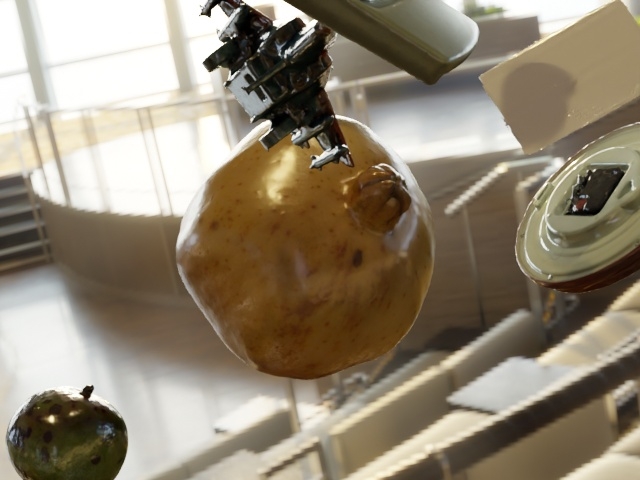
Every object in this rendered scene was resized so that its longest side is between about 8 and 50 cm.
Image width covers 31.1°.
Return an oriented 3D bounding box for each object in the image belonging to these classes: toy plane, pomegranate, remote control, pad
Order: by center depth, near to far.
[{"bbox_3d":[-0.012,-0.209,0.842,0.285,0.038,0.123,32,31,4],"label":"remote control"},{"bbox_3d":[-0.033,-0.149,0.995,0.104,0.223,0.326,-38,6,-2],"label":"toy plane"},{"bbox_3d":[-0.298,0.251,1.349,0.148,0.169,0.148,14,27,-7],"label":"pomegranate"},{"bbox_3d":[0.354,-0.231,1.617,0.232,0.156,0.004,-29,-25,7],"label":"pad"},{"bbox_3d":[0.000,0.000,1.620,0.410,0.410,0.410,-11,14,3],"label":"pomegranate"}]

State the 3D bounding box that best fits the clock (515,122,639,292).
[{"bbox_3d":[0.422,-0.058,1.717,0.318,0.080,0.318,-38,23,20],"label":"clock"}]
